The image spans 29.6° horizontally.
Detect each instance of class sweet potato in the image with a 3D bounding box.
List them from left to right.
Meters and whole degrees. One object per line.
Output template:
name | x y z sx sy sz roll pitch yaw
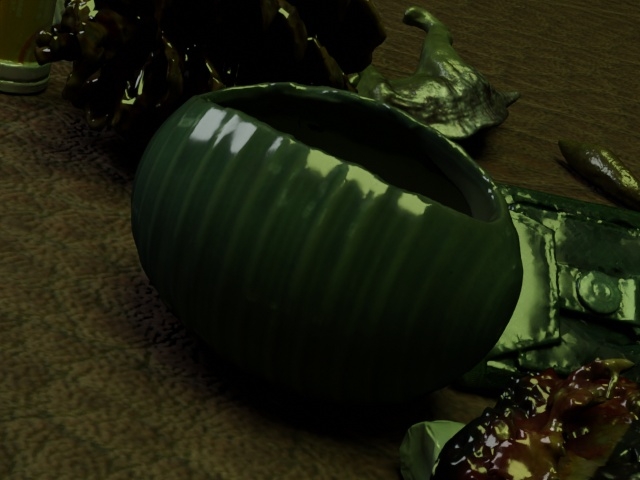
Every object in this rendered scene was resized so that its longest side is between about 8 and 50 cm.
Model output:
sweet potato | 0.287 -0.061 1.171 0.041 0.038 0.153 -32 53 -30

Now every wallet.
wallet | 0.203 0.046 0.830 0.236 0.055 0.160 10 56 -10

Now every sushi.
sushi | 0.129 0.136 0.557 0.150 0.153 0.172 9 43 23

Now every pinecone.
pinecone | -0.086 -0.171 0.937 0.257 0.244 0.243 -6 29 -3

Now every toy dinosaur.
toy dinosaur | 0.091 -0.135 1.156 0.162 0.077 0.294 33 43 20

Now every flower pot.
flower pot | 0.000 0.000 0.723 0.243 0.157 0.189 30 29 21

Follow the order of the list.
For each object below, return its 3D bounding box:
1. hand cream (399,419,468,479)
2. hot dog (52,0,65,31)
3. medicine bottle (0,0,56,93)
hand cream | 0.168 0.136 0.691 0.255 0.048 0.079 10 32 -22
hot dog | -0.280 -0.251 1.158 0.108 0.059 0.191 -9 38 -20
medicine bottle | -0.234 -0.229 0.956 0.074 0.218 0.074 14 27 -7
